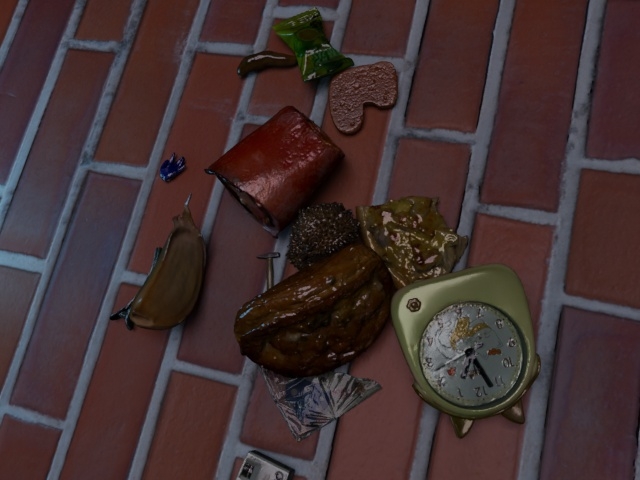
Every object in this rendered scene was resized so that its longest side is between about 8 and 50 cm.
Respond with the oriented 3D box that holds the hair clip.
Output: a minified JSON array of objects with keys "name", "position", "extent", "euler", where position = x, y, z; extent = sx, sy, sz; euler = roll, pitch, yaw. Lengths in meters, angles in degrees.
[{"name":"hair clip","position":[-0.472,0.124,1.579],"extent":[0.070,0.039,0.229],"euler":[24,76,18]}]

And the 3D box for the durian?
[{"name":"durian","position":[0.000,0.000,1.412],"extent":[0.167,0.196,0.196],"euler":[29,82,16]}]

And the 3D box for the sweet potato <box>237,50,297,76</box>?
[{"name":"sweet potato","position":[-0.151,-0.510,1.678],"extent":[0.182,0.053,0.054],"euler":[-7,34,8]}]

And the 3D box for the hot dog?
[{"name":"hot dog","position":[-0.010,0.167,1.340],"extent":[0.388,0.267,0.174],"euler":[-30,36,1]}]

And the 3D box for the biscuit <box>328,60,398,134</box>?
[{"name":"biscuit","position":[0.116,-0.378,1.583],"extent":[0.192,0.036,0.186],"euler":[-11,74,10]}]

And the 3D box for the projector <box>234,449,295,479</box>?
[{"name":"projector","position":[-0.139,0.571,1.350],"extent":[0.115,0.061,0.147],"euler":[20,80,17]}]

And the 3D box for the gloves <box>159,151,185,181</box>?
[{"name":"gloves","position":[-0.418,-0.207,1.663],"extent":[0.086,0.026,0.064],"euler":[-43,67,-1]}]

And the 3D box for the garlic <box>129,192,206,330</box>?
[{"name":"garlic","position":[-0.361,0.070,1.487],"extent":[0.151,0.196,0.338],"euler":[20,71,4]}]

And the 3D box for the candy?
[{"name":"candy","position":[-0.022,-0.538,1.637],"extent":[0.149,0.069,0.246],"euler":[-24,70,-7]}]

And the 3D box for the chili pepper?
[{"name":"chili pepper","position":[-0.099,-0.194,1.478],"extent":[0.305,0.229,0.251],"euler":[-47,37,-2]}]

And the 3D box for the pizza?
[{"name":"pizza","position":[0.226,0.000,1.422],"extent":[0.223,0.089,0.323],"euler":[-35,70,5]}]

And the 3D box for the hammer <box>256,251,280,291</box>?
[{"name":"hammer","position":[-0.132,0.127,1.505],"extent":[0.062,0.013,0.198],"euler":[-6,72,12]}]

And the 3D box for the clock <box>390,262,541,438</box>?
[{"name":"clock","position":[0.319,0.238,1.286],"extent":[0.286,0.117,0.348],"euler":[-14,84,3]}]

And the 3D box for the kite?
[{"name":"kite","position":[-0.017,0.324,1.421],"extent":[0.335,0.011,0.314],"euler":[13,77,16]}]
